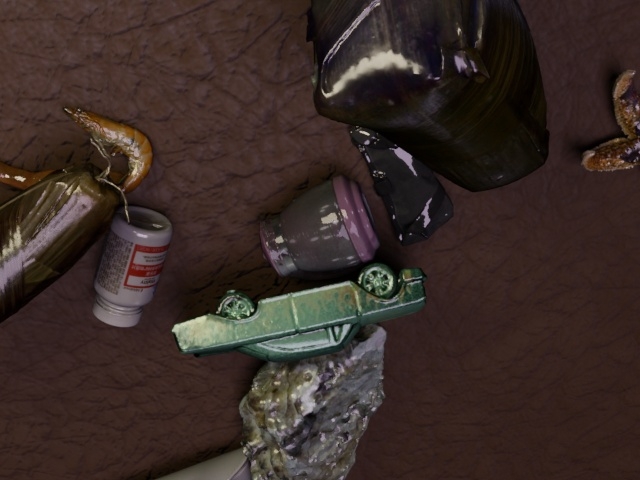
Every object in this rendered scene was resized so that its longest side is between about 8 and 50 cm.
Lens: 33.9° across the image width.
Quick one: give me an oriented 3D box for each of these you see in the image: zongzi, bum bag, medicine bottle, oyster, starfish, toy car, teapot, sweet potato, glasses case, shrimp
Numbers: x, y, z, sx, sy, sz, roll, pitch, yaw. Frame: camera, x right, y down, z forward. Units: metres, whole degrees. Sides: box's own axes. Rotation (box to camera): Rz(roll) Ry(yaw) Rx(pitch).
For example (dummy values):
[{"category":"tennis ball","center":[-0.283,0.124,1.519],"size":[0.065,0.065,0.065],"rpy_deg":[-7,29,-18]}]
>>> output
[{"category":"zongzi","center":[0.115,-0.287,1.198],"size":[0.208,0.432,0.403],"rpy_deg":[-21,158,23]},{"category":"bum bag","center":[0.109,-0.078,1.345],"size":[0.087,0.049,0.197],"rpy_deg":[-23,119,6]},{"category":"medicine bottle","center":[-0.238,0.034,1.308],"size":[0.079,0.079,0.140],"rpy_deg":[13,112,-18]},{"category":"oyster","center":[-0.010,0.231,1.439],"size":[0.199,0.112,0.267],"rpy_deg":[0,112,-12]},{"category":"starfish","center":[0.444,-0.143,1.380],"size":[0.238,0.071,0.215],"rpy_deg":[-25,113,-10]},{"category":"toy car","center":[-0.020,0.101,1.339],"size":[0.321,0.141,0.097],"rpy_deg":[-12,81,0]},{"category":"teapot","center":[-0.004,-0.009,1.337],"size":[0.146,0.148,0.116],"rpy_deg":[-20,84,8]},{"category":"sweet potato","center":[-0.315,-0.071,1.262],"size":[0.179,0.044,0.044],"rpy_deg":[2,115,-13]},{"category":"zongzi","center":[-0.333,0.031,1.159],"size":[0.248,0.241,0.111],"rpy_deg":[-26,121,30]},{"category":"glasses case","center":[-0.225,0.398,1.489],"size":[0.308,0.083,0.128],"rpy_deg":[-20,118,-1]},{"category":"shrimp","center":[-0.261,-0.109,1.250],"size":[0.127,0.025,0.091],"rpy_deg":[36,77,-18]}]
